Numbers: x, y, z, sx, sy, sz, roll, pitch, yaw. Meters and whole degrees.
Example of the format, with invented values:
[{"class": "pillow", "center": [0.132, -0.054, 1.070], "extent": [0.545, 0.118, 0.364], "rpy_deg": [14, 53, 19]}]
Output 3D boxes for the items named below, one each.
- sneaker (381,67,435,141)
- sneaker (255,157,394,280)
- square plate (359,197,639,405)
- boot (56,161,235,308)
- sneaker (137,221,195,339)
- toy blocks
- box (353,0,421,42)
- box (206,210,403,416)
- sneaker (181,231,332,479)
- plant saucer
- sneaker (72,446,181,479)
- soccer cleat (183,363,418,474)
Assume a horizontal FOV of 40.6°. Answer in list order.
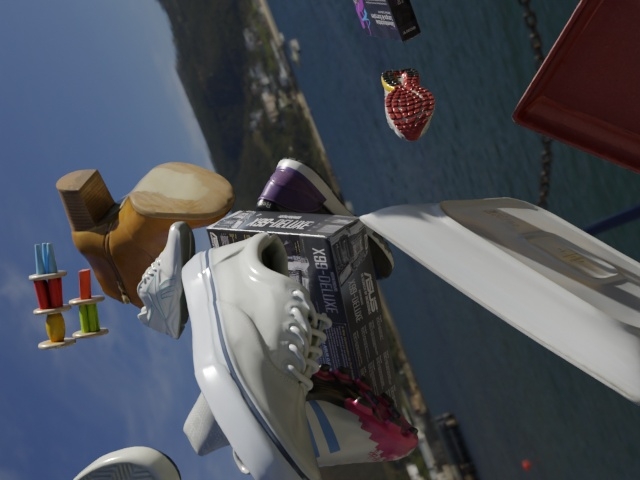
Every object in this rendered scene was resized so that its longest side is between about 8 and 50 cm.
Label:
[{"class": "sneaker", "center": [0.160, -0.233, 1.565], "extent": [0.225, 0.088, 0.092], "rpy_deg": [-88, -8, -58]}, {"class": "sneaker", "center": [0.000, 0.000, 1.427], "extent": [0.283, 0.124, 0.107], "rpy_deg": [43, 157, -28]}, {"class": "square plate", "center": [0.268, 0.035, 0.964], "extent": [0.344, 0.049, 0.347], "rpy_deg": [35, -157, 30]}, {"class": "boot", "center": [-0.211, 0.006, 1.172], "extent": [0.104, 0.295, 0.211], "rpy_deg": [-56, -41, -41]}, {"class": "sneaker", "center": [-0.180, 0.045, 0.995], "extent": [0.053, 0.061, 0.152], "rpy_deg": [-67, -10, -62]}, {"class": "toy blocks", "center": [-0.366, 0.073, 1.256], "extent": [0.123, 0.054, 0.148], "rpy_deg": [-15, -79, -62]}, {"class": "box", "center": [0.055, -0.305, 0.974], "extent": [0.162, 0.029, 0.116], "rpy_deg": [68, 170, -23]}, {"class": "box", "center": [-0.023, 0.115, 1.210], "extent": [0.242, 0.076, 0.307], "rpy_deg": [3, 113, 43]}, {"class": "sneaker", "center": [-0.038, 0.075, 0.631], "extent": [0.094, 0.091, 0.258], "rpy_deg": [54, -174, -41]}, {"class": "plant saucer", "center": [0.360, -0.170, 0.850], "extent": [0.258, 0.259, 0.047], "rpy_deg": [113, 179, -52]}, {"class": "sneaker", "center": [-0.261, 0.354, 1.131], "extent": [0.131, 0.350, 0.148], "rpy_deg": [45, -146, 6]}, {"class": "soccer cleat", "center": [-0.020, 0.218, 1.019], "extent": [0.331, 0.143, 0.116], "rpy_deg": [29, -168, -42]}]
